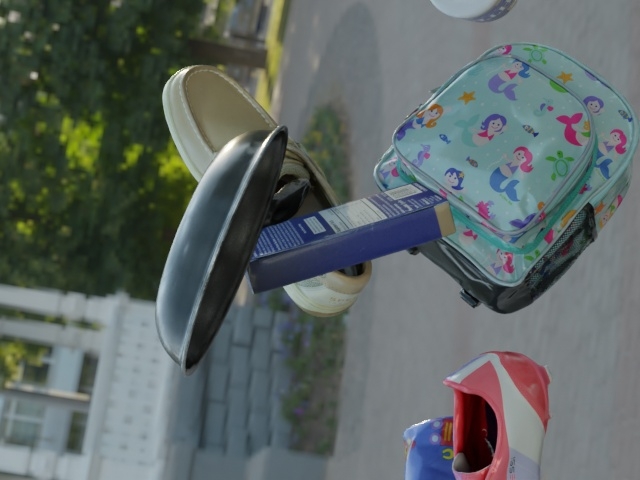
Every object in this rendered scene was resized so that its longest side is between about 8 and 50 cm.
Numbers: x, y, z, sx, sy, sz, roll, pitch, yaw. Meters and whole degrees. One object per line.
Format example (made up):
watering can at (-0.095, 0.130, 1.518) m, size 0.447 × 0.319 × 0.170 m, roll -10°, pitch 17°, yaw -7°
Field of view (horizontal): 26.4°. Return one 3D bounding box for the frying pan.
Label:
frying pan at (-0.054, -0.032, 1.047) m, size 0.326 × 0.053 × 0.197 m, roll -65°, pitch -5°, yaw -51°

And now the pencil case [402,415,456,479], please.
pencil case at (0.163, 0.365, 1.685) m, size 0.119 × 0.133 × 0.306 m, roll 117°, pitch 162°, yaw -53°

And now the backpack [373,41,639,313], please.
backpack at (0.203, -0.084, 1.430) m, size 0.253 × 0.225 × 0.191 m, roll -42°, pitch -24°, yaw -15°

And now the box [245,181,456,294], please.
box at (0.000, 0.000, 1.250) m, size 0.136 × 0.225 × 0.036 m, roll -126°, pitch 21°, yaw -78°

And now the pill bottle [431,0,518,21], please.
pill bottle at (0.220, -0.359, 1.895) m, size 0.187 × 0.112 × 0.112 m, roll -17°, pitch -60°, yaw -69°

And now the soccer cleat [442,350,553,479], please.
soccer cleat at (0.143, 0.210, 1.086) m, size 0.083 × 0.095 × 0.247 m, roll 5°, pitch 102°, yaw 51°

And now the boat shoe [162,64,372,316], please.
boat shoe at (-0.049, -0.065, 1.377) m, size 0.302 × 0.109 × 0.098 m, roll 56°, pitch 154°, yaw 10°
